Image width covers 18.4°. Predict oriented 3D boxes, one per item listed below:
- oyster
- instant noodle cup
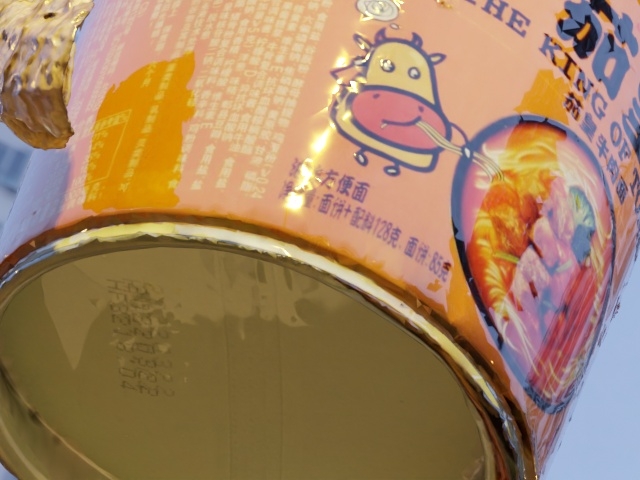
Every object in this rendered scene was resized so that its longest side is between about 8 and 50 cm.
[{"bbox_3d":[-0.077,-0.066,0.520,0.038,0.080,0.083,13,4,-11],"label":"oyster"},{"bbox_3d":[0.000,0.000,0.604,0.216,0.172,0.216,11,-45,11],"label":"instant noodle cup"}]
